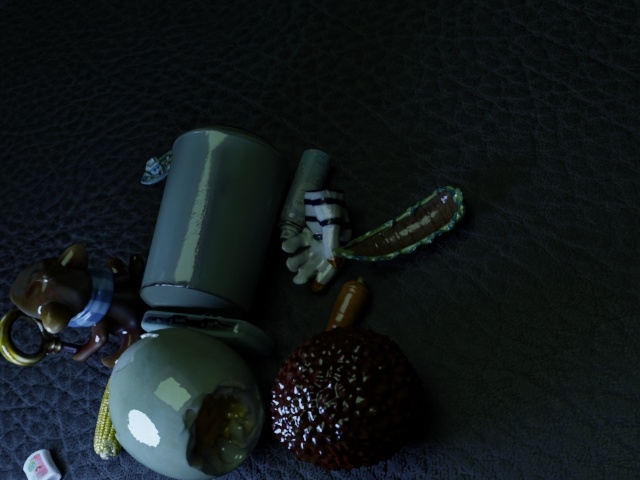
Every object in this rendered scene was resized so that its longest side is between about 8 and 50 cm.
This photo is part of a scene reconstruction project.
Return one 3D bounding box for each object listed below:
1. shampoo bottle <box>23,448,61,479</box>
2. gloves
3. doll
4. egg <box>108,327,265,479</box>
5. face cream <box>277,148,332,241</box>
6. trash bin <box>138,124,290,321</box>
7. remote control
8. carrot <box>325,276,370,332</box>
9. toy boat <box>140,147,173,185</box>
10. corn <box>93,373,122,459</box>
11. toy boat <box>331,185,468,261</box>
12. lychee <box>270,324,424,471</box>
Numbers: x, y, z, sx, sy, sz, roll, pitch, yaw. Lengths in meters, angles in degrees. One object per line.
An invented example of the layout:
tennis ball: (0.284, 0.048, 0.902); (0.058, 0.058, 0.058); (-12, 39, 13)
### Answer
shampoo bottle: (-0.637, 0.524, 1.821); (0.072, 0.043, 0.099); (-45, 48, -2)
gloves: (0.004, 0.000, 1.730); (0.140, 0.131, 0.219); (0, 91, 30)
doll: (-0.550, 0.151, 1.841); (0.209, 0.340, 0.318); (4, 75, 30)
egg: (-0.281, 0.314, 1.582); (0.336, 0.278, 0.278); (17, 71, 41)
face cream: (-0.040, -0.097, 1.838); (0.075, 0.075, 0.229); (3, 63, 33)
trash bin: (-0.233, -0.048, 1.796); (0.280, 0.280, 0.432); (-4, 62, 30)
remote control: (-0.244, 0.200, 1.725); (0.296, 0.140, 0.056); (1, 65, 33)
carrot: (0.030, 0.185, 1.621); (0.061, 0.061, 0.257); (19, 74, 39)
toy boat: (-0.432, -0.202, 2.157); (0.140, 0.066, 0.059); (-41, 51, 4)
corn: (-0.462, 0.388, 1.787); (0.067, 0.067, 0.206); (-14, 52, 24)
toy boat: (0.169, -0.015, 1.642); (0.293, 0.099, 0.108); (-26, 50, 6)
lychee: (0.051, 0.282, 1.427); (0.264, 0.300, 0.264); (10, 106, 37)
